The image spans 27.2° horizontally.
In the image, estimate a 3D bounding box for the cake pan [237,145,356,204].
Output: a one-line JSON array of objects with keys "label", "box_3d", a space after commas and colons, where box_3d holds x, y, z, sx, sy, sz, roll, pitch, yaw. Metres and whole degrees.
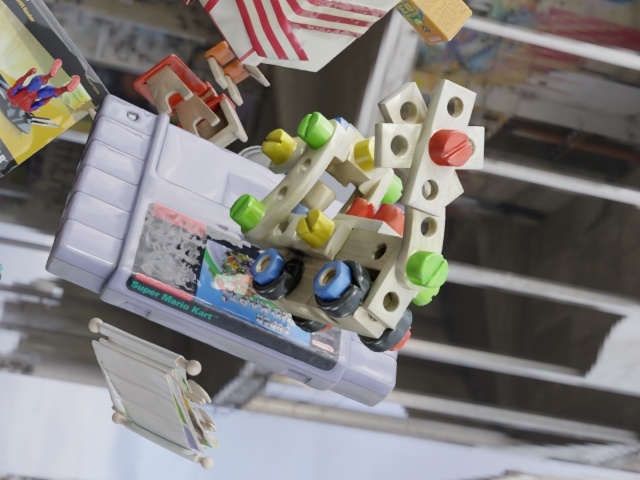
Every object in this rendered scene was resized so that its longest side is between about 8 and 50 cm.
[{"label": "cake pan", "box_3d": [0.000, 0.000, 1.641, 0.054, 0.293, 0.293, -31, -140, 26]}]

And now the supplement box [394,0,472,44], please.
[{"label": "supplement box", "box_3d": [0.159, -0.456, 2.357, 0.080, 0.233, 0.078, -53, -161, -14]}]

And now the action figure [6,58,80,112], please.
[{"label": "action figure", "box_3d": [-0.276, -0.149, 1.295, 0.115, 0.038, 0.030, -14, -134, 49]}]

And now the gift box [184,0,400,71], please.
[{"label": "gift box", "box_3d": [-0.023, -0.369, 1.724, 0.255, 0.258, 0.276, -43, -107, 21]}]

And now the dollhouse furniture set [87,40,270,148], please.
[{"label": "dollhouse furniture set", "box_3d": [-0.223, -0.231, 2.152, 0.135, 0.262, 0.259, 57, 5, 21]}]

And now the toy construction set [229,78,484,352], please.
[{"label": "toy construction set", "box_3d": [0.037, -0.027, 1.139, 0.215, 0.151, 0.327, -58, -163, -14]}]

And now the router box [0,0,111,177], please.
[{"label": "router box", "box_3d": [-0.549, -0.298, 2.263, 0.243, 0.309, 0.081, -40, -166, -18]}]

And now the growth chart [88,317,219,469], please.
[{"label": "growth chart", "box_3d": [-0.183, 0.178, 1.482, 0.021, 0.172, 0.237, -52, 156, -31]}]

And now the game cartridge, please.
[{"label": "game cartridge", "box_3d": [-0.079, 0.010, 1.311, 0.068, 0.355, 0.230, -53, -159, 37]}]

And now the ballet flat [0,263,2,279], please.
[{"label": "ballet flat", "box_3d": [-0.618, -0.015, 2.175, 0.096, 0.095, 0.280, -46, -120, 25]}]
